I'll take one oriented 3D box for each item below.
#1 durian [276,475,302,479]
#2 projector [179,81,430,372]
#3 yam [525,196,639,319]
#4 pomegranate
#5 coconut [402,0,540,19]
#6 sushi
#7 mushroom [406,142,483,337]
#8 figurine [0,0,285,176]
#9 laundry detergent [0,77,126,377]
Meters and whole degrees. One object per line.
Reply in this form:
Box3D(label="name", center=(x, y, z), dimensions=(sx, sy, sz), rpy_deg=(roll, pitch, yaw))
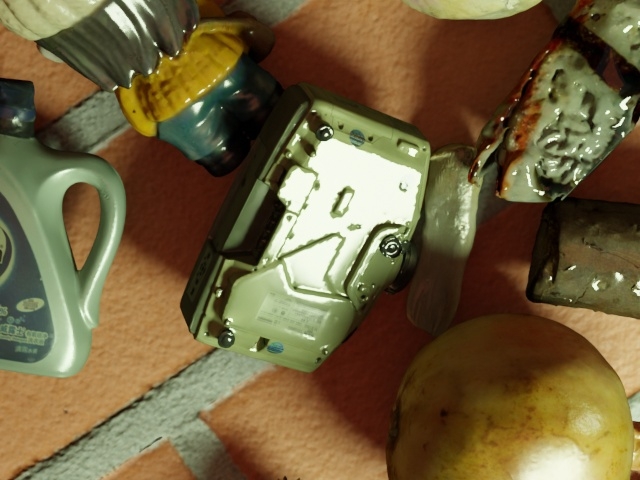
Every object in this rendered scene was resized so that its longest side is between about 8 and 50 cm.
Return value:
Box3D(label="durian", center=(-0.022, 0.366, 1.392), dimensions=(0.144, 0.139, 0.252), rpy_deg=(16, 99, -6))
Box3D(label="projector", center=(0.000, 0.000, 1.323), dimensions=(0.193, 0.088, 0.269), rpy_deg=(18, 110, -26))
Box3D(label="yam", center=(0.348, 0.025, 1.332), dimensions=(0.280, 0.131, 0.131), rpy_deg=(9, 100, 2))
Box3D(label="pomegranate", center=(0.200, 0.199, 1.316), dimensions=(0.270, 0.229, 0.252), rpy_deg=(4, 100, -5))
Box3D(label="coconut", center=(0.126, -0.314, 1.242), dimensions=(0.237, 0.237, 0.197), rpy_deg=(14, 68, -1))
Box3D(label="sushi", center=(0.277, -0.164, 1.304), dimensions=(0.130, 0.124, 0.332), rpy_deg=(37, 99, 4))
Box3D(label="mushroom", center=(0.126, -0.001, 1.376), dimensions=(0.059, 0.054, 0.202), rpy_deg=(9, 105, 5))
Box3D(label="figurine", center=(-0.171, -0.207, 1.264), dimensions=(0.185, 0.204, 0.332), rpy_deg=(-43, 97, 5))
Box3D(label="laundry detergent", center=(-0.304, -0.018, 1.351), dimensions=(0.215, 0.105, 0.280), rpy_deg=(12, 98, -1))
